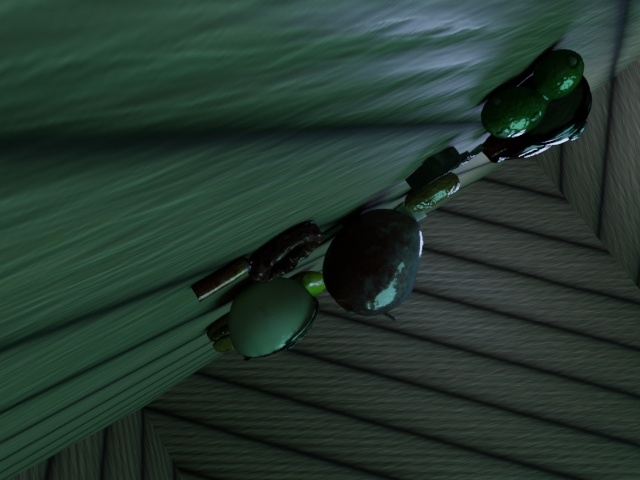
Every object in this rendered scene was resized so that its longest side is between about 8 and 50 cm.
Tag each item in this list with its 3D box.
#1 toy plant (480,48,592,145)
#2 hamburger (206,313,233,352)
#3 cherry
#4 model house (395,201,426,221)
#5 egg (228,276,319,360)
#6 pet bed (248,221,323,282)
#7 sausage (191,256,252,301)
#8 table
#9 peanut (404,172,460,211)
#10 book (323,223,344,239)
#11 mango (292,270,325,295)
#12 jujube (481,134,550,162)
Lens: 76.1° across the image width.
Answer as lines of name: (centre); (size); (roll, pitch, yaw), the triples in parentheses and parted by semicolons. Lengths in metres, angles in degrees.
toy plant: (0.485, -0.301, 0.911); (0.235, 0.175, 0.218); (17, 126, -43)
hamburger: (-0.312, 0.323, 1.475); (0.182, 0.118, 0.191); (-34, 168, -28)
cherry: (0.169, 0.060, 1.249); (0.334, 0.292, 0.326); (-63, 166, 10)
model house: (0.344, -0.090, 1.710); (0.149, 0.100, 0.127); (-43, 168, 34)
egg: (-0.155, 0.181, 1.142); (0.264, 0.174, 0.286); (-32, -164, -9)
pet bed: (-0.078, 0.029, 0.925); (0.201, 0.053, 0.201); (-34, 166, -9)
sausage: (-0.188, 0.073, 0.805); (0.130, 0.034, 0.034); (-31, 171, -18)
table: (0.348, -0.215, 1.149); (0.146, 0.062, 0.175); (-28, 170, -39)
peanut: (0.402, -0.177, 1.480); (0.226, 0.095, 0.108); (-30, 156, -4)
book: (0.000, 0.000, 1.179); (0.135, 0.017, 0.103); (-30, 173, -26)
mango: (-0.060, 0.183, 1.669); (0.125, 0.111, 0.233); (-44, 167, 29)
jujube: (0.644, -0.334, 1.321); (0.237, 0.168, 0.168); (-31, 174, 23)
